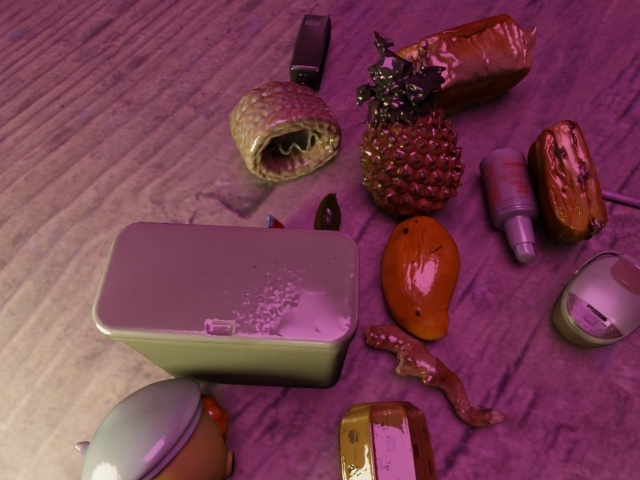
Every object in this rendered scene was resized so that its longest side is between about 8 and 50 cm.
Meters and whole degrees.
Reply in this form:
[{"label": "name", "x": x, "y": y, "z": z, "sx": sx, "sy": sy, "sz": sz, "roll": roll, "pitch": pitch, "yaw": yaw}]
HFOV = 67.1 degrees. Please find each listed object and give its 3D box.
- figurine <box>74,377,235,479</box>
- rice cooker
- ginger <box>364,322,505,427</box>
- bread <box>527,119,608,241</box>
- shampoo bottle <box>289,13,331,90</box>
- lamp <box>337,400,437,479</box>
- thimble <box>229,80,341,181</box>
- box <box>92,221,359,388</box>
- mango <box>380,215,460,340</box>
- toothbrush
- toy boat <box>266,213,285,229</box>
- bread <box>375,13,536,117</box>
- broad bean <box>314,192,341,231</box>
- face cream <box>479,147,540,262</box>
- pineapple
[{"label": "figurine", "x": -0.206, "y": 0.400, "z": 0.740, "sx": 0.224, "sy": 0.205, "sz": 0.382, "roll": -35, "pitch": 75, "yaw": -10}, {"label": "rice cooker", "x": 0.541, "y": 0.116, "z": 0.925, "sx": 0.206, "sy": 0.127, "sz": 0.145, "roll": -37, "pitch": 68, "yaw": -21}, {"label": "ginger", "x": 0.199, "y": 0.244, "z": 0.887, "sx": 0.288, "sy": 0.075, "sz": 0.089, "roll": 39, "pitch": 40, "yaw": 25}, {"label": "bread", "x": 0.495, "y": -0.110, "z": 0.996, "sx": 0.099, "sy": 0.210, "sz": 0.235, "roll": -16, "pitch": 80, "yaw": 14}, {"label": "shampoo bottle", "x": -0.027, "y": -0.488, "z": 1.279, "sx": 0.080, "sy": 0.079, "sz": 0.246, "roll": 8, "pitch": 62, "yaw": 6}, {"label": "lamp", "x": 0.105, "y": 0.360, "z": 0.780, "sx": 0.161, "sy": 0.161, "sz": 0.185, "roll": -4, "pitch": 65, "yaw": -2}, {"label": "thimble", "x": -0.079, "y": -0.247, "z": 1.083, "sx": 0.229, "sy": 0.196, "sz": 0.148, "roll": -23, "pitch": 63, "yaw": -10}, {"label": "box", "x": -0.121, "y": 0.127, "z": 0.798, "sx": 0.352, "sy": 0.344, "sz": 0.177, "roll": 2, "pitch": 63, "yaw": 2}, {"label": "mango", "x": 0.199, "y": 0.065, "z": 0.959, "sx": 0.157, "sy": 0.109, "sz": 0.262, "roll": 0, "pitch": 59, "yaw": 4}, {"label": "toothbrush", "x": 0.623, "y": -0.116, "z": 1.102, "sx": 0.354, "sy": 0.029, "sz": 0.024, "roll": 18, "pitch": 78, "yaw": 9}, {"label": "toy boat", "x": -0.123, "y": 0.024, "z": 1.009, "sx": 0.059, "sy": 0.069, "sz": 0.173, "roll": 19, "pitch": 68, "yaw": 1}, {"label": "bread", "x": 0.315, "y": -0.416, "z": 1.168, "sx": 0.389, "sy": 0.236, "sz": 0.183, "roll": -18, "pitch": 79, "yaw": -18}, {"label": "broad bean", "x": 0.004, "y": 0.001, "z": 1.034, "sx": 0.065, "sy": 0.046, "sz": 0.254, "roll": 14, "pitch": 63, "yaw": 7}, {"label": "face cream", "x": 0.414, "y": -0.072, "z": 1.038, "sx": 0.101, "sy": 0.101, "sz": 0.251, "roll": -2, "pitch": 62, "yaw": 0}, {"label": "pineapple", "x": 0.175, "y": -0.237, "z": 0.979, "sx": 0.223, "sy": 0.357, "sz": 0.223, "roll": -11, "pitch": 38, "yaw": 8}]
